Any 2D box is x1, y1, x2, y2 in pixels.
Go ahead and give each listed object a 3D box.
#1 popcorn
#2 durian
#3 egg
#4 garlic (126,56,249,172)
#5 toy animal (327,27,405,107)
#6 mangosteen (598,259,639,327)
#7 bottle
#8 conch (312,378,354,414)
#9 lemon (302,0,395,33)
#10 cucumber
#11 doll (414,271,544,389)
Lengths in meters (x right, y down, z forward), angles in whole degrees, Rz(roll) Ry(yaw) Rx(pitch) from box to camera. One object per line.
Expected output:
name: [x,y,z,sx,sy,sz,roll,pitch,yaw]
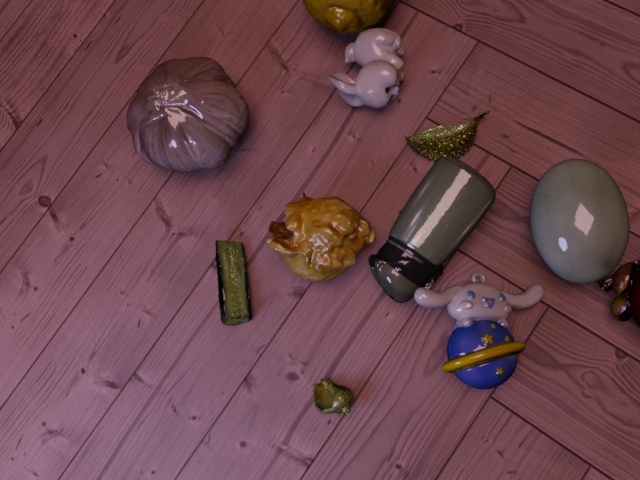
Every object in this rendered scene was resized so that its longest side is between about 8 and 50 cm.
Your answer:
popcorn: [-0.004,0.002,1.483,0.253,0.190,0.191,10,48,23]
durian: [0.321,-0.260,1.533,0.215,0.086,0.100,-14,61,9]
egg: [0.570,-0.045,1.366,0.202,0.203,0.283,-1,75,10]
garlic: [-0.344,-0.313,1.574,0.317,0.259,0.317,-3,72,9]
toy animal: [0.127,-0.439,1.582,0.178,0.127,0.193,13,81,15]
mangosteen: [0.728,0.114,1.314,0.257,0.215,0.215,-1,75,42]
bottle: [0.250,-0.017,1.445,0.168,0.168,0.347,36,90,16]
conch: [0.026,0.367,1.436,0.089,0.074,0.121,-22,43,-33]
lemon: [0.074,-0.695,1.582,0.285,0.285,0.316,-23,76,4]
cucumber: [-0.225,0.104,1.559,0.078,0.062,0.211,-1,67,-24]
doll: [0.379,0.201,1.391,0.311,0.160,0.243,-15,60,-17]
